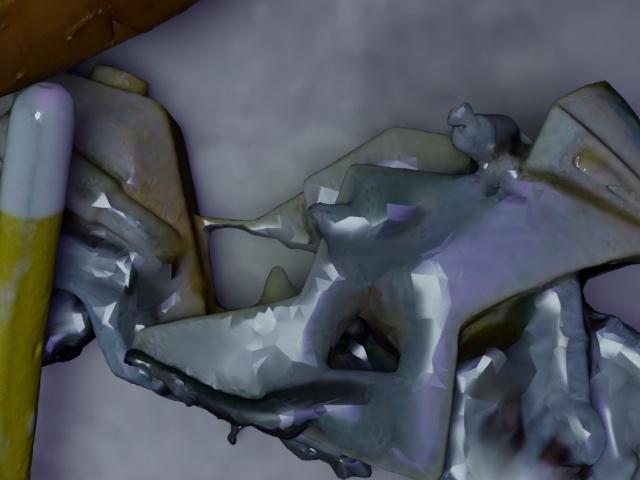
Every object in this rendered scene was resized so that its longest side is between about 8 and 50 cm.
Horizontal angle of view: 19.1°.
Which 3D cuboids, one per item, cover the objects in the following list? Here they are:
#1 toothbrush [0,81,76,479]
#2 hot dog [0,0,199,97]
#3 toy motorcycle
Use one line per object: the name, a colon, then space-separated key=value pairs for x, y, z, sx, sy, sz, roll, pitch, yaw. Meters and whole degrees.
toothbrush: x=-0.090 y=0.095 z=0.509 sx=0.024 sy=0.021 sz=0.288 roll=14 pitch=110 yaw=16
hot dog: x=-0.082 y=-0.095 z=0.468 sx=0.269 sy=0.072 sz=0.115 roll=-39 pitch=118 yaw=-27
toy motorcycle: x=0.000 y=0.000 z=0.521 sx=0.229 sy=0.094 sz=0.129 roll=19 pitch=87 yaw=7
